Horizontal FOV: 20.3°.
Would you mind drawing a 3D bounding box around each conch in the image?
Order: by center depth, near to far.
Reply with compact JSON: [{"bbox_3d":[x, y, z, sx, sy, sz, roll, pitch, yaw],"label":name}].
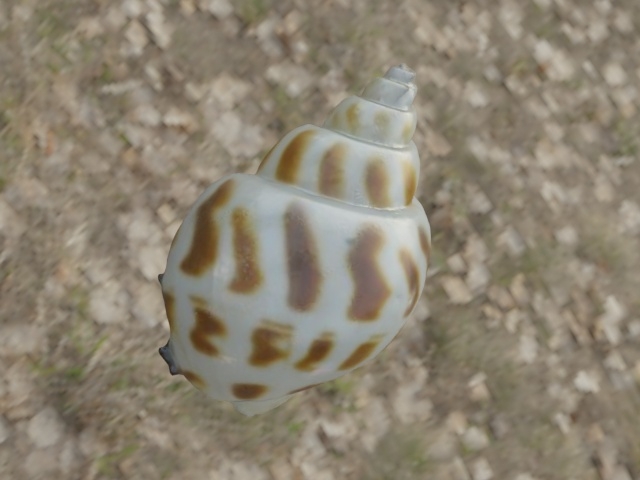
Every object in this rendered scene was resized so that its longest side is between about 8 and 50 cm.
[{"bbox_3d":[0.000,0.000,1.345,0.183,0.148,0.275,24,73,-41],"label":"conch"}]
